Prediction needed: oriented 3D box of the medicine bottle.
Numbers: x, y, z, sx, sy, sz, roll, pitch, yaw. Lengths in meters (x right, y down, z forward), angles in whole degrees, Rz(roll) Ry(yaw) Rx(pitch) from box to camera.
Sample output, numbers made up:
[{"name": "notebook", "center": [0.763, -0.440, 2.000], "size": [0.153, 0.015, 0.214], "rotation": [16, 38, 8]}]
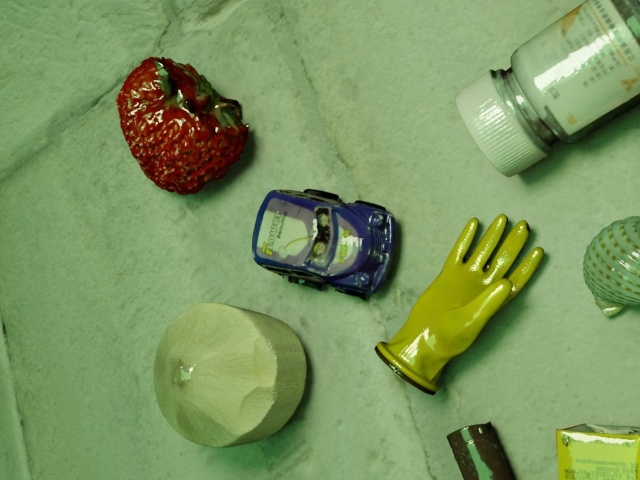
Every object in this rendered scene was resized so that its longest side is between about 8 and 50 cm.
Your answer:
[{"name": "medicine bottle", "center": [0.345, -0.222, 1.097], "size": [0.273, 0.165, 0.165], "rotation": [-32, 66, 24]}]

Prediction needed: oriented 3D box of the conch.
[{"name": "conch", "center": [0.420, 0.027, 1.051], "size": [0.153, 0.102, 0.135], "rotation": [-38, 49, 23]}]

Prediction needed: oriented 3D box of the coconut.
[{"name": "coconut", "center": [-0.160, 0.224, 1.295], "size": [0.237, 0.266, 0.237], "rotation": [-7, 73, 25]}]

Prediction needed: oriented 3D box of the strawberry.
[{"name": "strawberry", "center": [-0.276, -0.205, 1.466], "size": [0.257, 0.261, 0.261], "rotation": [-43, 62, 12]}]

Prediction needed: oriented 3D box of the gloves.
[{"name": "gloves", "center": [0.215, 0.083, 1.180], "size": [0.133, 0.116, 0.294], "rotation": [39, 97, 24]}]

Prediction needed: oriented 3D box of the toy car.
[{"name": "toy car", "center": [0.000, 0.000, 1.290], "size": [0.235, 0.158, 0.172], "rotation": [11, 89, 34]}]

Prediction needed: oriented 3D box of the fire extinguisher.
[{"name": "fire extinguisher", "center": [0.272, 0.393, 1.106], "size": [0.089, 0.072, 0.268], "rotation": [-17, 68, -8]}]

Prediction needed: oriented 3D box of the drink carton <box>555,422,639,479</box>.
[{"name": "drink carton", "center": [0.373, 0.417, 0.979], "size": [0.111, 0.154, 0.351], "rotation": [-4, 80, 33]}]
